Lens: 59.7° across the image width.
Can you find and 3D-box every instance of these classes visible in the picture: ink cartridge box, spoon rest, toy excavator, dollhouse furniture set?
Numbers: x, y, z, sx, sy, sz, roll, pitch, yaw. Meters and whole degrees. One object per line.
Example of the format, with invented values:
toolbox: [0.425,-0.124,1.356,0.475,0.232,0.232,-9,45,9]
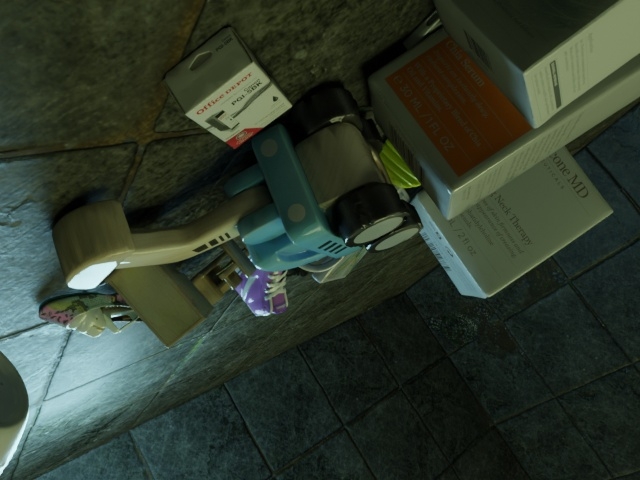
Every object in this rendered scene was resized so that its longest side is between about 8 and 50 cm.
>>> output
ink cartridge box: [-0.105,-0.175,0.665,0.099,0.056,0.135,-35,165,9]
spoon rest: [0.054,-0.038,1.248,0.276,0.084,0.137,-53,-175,3]
toy excavator: [-0.105,-0.035,0.871,0.444,0.223,0.433,-28,165,14]
dollhouse furniture set: [-0.254,0.062,1.042,0.212,0.161,0.242,-38,-174,18]

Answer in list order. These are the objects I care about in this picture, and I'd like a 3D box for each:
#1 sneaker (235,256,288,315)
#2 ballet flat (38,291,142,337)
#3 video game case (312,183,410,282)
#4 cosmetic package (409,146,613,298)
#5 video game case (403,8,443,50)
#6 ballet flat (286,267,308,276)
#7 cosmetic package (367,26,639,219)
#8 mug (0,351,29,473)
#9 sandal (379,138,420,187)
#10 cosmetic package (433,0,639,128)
sneaker: [-0.098,0.072,1.261,0.102,0.161,0.282,-18,158,-39]
ballet flat: [-0.391,0.133,1.003,0.076,0.079,0.221,-38,164,21]
video game case: [0.118,-0.017,1.450,0.300,0.036,0.329,-50,170,7]
cosmetic package: [0.496,-0.083,1.569,0.393,0.330,0.327,-35,175,0]
video game case: [0.235,-0.351,0.881,0.173,0.022,0.190,-41,162,29]
ballet flat: [-0.074,0.072,1.551,0.049,0.058,0.173,5,180,24]
cosmetic package: [0.325,-0.259,0.865,0.453,0.230,0.161,-34,164,1]
mug: [-0.591,0.252,0.690,0.328,0.276,0.374,-38,135,-1]
sandal: [0.241,-0.222,1.118,0.317,0.126,0.138,-41,-179,43]
cosmetic package: [0.285,-0.308,0.683,0.224,0.224,0.138,-36,150,11]
